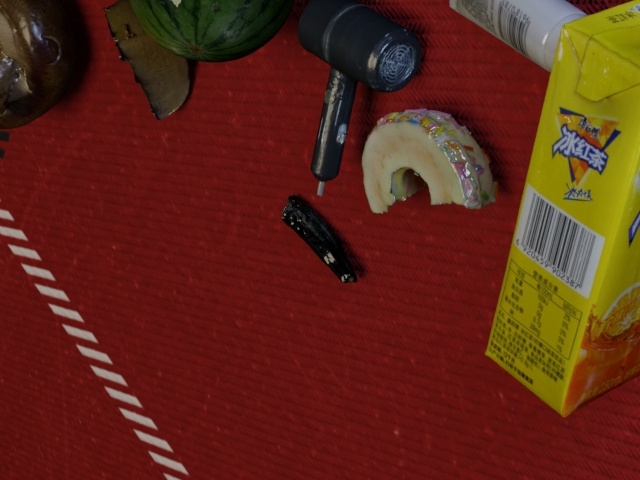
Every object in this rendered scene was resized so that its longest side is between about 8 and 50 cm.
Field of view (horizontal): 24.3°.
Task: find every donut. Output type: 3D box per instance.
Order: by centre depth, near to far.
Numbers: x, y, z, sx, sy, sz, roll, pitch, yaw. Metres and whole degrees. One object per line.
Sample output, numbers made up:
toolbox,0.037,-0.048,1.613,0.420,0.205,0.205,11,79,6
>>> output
donut,0.106,-0.084,1.521,0.166,0.065,0.108,1,109,52

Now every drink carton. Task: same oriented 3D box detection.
drink carton,0.257,-0.031,1.283,0.111,0.154,0.351,38,135,36

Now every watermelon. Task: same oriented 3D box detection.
watermelon,-0.117,-0.298,1.596,0.188,0.188,0.215,-23,55,54

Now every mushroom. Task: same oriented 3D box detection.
mushroom,-0.417,-0.265,2.039,0.231,0.138,0.194,-32,69,42

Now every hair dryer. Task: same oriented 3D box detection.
hair dryer,0.025,-0.141,1.565,0.124,0.071,0.219,38,126,38

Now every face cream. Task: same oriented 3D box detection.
face cream,0.179,-0.206,1.346,0.244,0.058,0.092,46,152,48

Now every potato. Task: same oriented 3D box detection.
potato,-0.199,-0.240,1.828,0.172,0.089,0.101,64,-178,-54

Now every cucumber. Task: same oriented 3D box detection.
cucumber,0.001,-0.001,1.725,0.135,0.033,0.034,44,105,26
